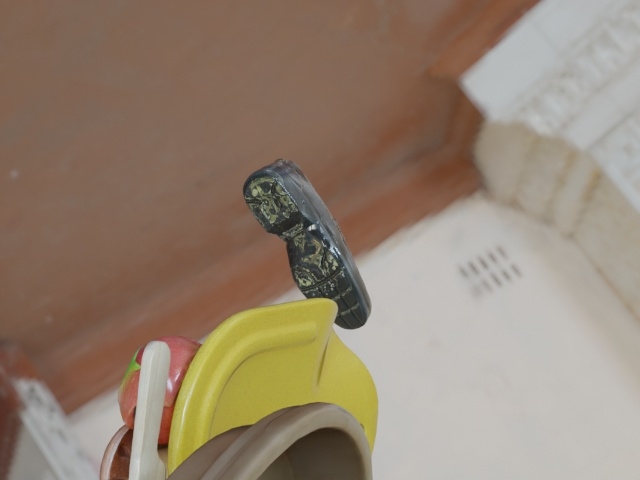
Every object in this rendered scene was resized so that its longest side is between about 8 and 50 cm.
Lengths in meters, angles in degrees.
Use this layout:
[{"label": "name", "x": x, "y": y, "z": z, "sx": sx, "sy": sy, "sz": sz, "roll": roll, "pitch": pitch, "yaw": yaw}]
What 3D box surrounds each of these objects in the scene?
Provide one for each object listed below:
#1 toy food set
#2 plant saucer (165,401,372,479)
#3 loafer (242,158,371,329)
[{"label": "toy food set", "x": -0.054, "y": 0.093, "z": 0.888, "sx": 0.218, "sy": 0.071, "sz": 0.128, "roll": -5, "pitch": 98, "yaw": -58}, {"label": "plant saucer", "x": -0.053, "y": 0.192, "z": 0.728, "sx": 0.278, "sy": 0.041, "sz": 0.278, "roll": 18, "pitch": 90, "yaw": -72}, {"label": "loafer", "x": 0.000, "y": 0.000, "z": 1.624, "sx": 0.062, "sy": 0.170, "sz": 0.061, "roll": -24, "pitch": -170, "yaw": 36}]
